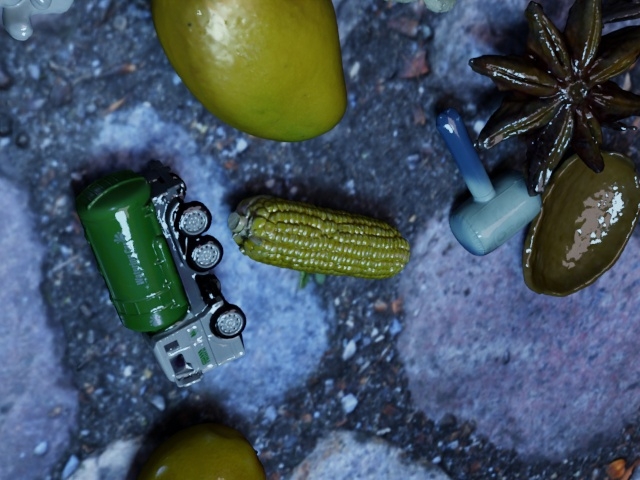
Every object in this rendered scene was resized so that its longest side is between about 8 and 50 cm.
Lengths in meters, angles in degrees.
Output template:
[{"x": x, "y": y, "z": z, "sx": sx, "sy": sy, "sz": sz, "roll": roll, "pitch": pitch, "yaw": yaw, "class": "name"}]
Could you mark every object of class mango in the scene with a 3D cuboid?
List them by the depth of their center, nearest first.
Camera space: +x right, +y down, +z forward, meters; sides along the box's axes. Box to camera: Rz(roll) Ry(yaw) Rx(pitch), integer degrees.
[{"x": -0.064, "y": -0.204, "z": 1.487, "sx": 0.176, "sy": 0.119, "sz": 0.317, "roll": -46, "pitch": 137, "yaw": -8, "class": "mango"}, {"x": -0.150, "y": 0.309, "z": 1.677, "sx": 0.151, "sy": 0.120, "sz": 0.221, "roll": 18, "pitch": 109, "yaw": -33, "class": "mango"}]

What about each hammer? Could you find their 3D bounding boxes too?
[{"x": 0.184, "y": -0.079, "z": 1.729, "sx": 0.116, "sy": 0.069, "sz": 0.194, "roll": -37, "pitch": 122, "yaw": -10, "class": "hammer"}]

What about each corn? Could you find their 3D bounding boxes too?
[{"x": 0.000, "y": 0.000, "z": 1.643, "sx": 0.238, "sy": 0.080, "sz": 0.080, "roll": 12, "pitch": 106, "yaw": -33, "class": "corn"}]

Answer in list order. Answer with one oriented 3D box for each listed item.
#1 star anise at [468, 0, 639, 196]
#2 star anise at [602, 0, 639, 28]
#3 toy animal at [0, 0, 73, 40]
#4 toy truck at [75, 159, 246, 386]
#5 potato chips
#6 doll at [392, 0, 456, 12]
[{"x": 0.277, "y": -0.188, "z": 1.707, "sx": 0.272, "sy": 0.102, "sz": 0.272, "roll": -9, "pitch": 117, "yaw": -18, "class": "star anise"}, {"x": 0.418, "y": -0.311, "z": 1.764, "sx": 0.208, "sy": 0.063, "sz": 0.172, "roll": 11, "pitch": 100, "yaw": -29, "class": "star anise"}, {"x": -0.319, "y": -0.257, "z": 1.296, "sx": 0.221, "sy": 0.104, "sz": 0.131, "roll": 7, "pitch": 80, "yaw": -33, "class": "toy animal"}, {"x": -0.166, "y": 0.032, "z": 1.545, "sx": 0.125, "sy": 0.101, "sz": 0.242, "roll": -26, "pitch": 122, "yaw": -13, "class": "toy truck"}, {"x": 0.324, "y": -0.025, "z": 1.849, "sx": 0.150, "sy": 0.049, "sz": 0.202, "roll": 11, "pitch": 109, "yaw": -30, "class": "potato chips"}, {"x": 0.013, "y": -0.317, "z": 1.444, "sx": 0.278, "sy": 0.149, "sz": 0.175, "roll": 16, "pitch": 61, "yaw": -45, "class": "doll"}]
